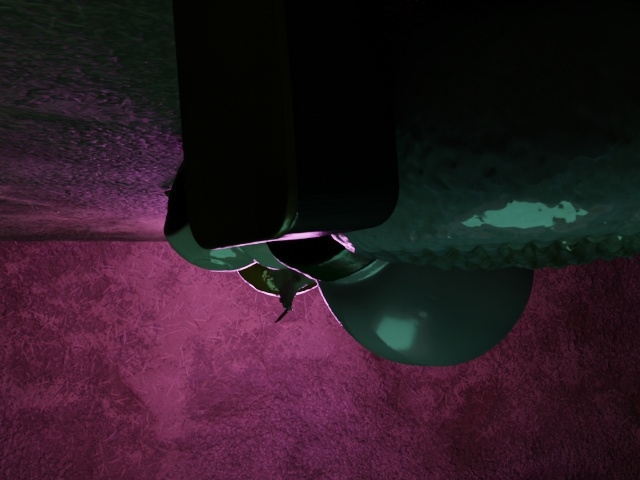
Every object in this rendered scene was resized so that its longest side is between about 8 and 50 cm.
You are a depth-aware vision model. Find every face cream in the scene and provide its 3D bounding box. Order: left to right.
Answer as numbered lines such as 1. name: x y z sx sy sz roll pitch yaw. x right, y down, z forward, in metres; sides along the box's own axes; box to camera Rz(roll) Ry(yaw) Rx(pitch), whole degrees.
1. face cream: 0.120 0.000 1.084 0.219 0.312 0.357 -4 155 45

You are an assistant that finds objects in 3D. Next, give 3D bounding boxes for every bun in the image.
1. bun: 0.169 -0.084 0.652 0.362 0.211 0.362 1 174 0

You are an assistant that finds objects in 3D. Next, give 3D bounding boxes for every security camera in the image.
1. security camera: -0.119 -0.047 1.204 0.236 0.194 0.195 -4 175 37

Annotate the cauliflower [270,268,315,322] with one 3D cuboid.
1. cauliflower: 0.000 0.000 1.402 0.315 0.239 0.256 -47 -164 -25

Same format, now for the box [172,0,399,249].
1. box: -0.024 -0.097 0.536 0.090 0.200 0.144 -2 176 -32

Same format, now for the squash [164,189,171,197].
1. squash: -0.182 -0.099 1.625 0.252 0.169 0.093 33 -179 15

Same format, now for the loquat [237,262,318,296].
1. loquat: -0.077 0.010 1.760 0.238 0.238 0.193 3 179 -37
